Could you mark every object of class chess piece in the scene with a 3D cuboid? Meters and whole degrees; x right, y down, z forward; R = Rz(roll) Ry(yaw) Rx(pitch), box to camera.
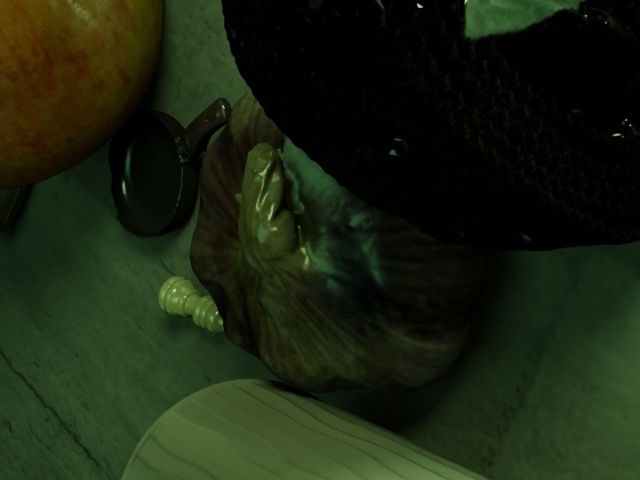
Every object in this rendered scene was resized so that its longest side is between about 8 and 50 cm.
[{"bbox_3d":[-0.097,0.062,1.022,0.092,0.035,0.035,23,112,37],"label":"chess piece"}]

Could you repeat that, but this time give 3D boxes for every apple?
[{"bbox_3d":[-0.276,-0.199,0.968,0.299,0.299,0.275,37,160,35],"label":"apple"}]

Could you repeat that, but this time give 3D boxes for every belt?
[{"bbox_3d":[0.095,-0.100,0.633,0.164,0.289,0.184,0,73,45],"label":"belt"}]

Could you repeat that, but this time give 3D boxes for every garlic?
[{"bbox_3d":[0.000,0.000,0.827,0.245,0.160,0.244,11,108,36],"label":"garlic"}]

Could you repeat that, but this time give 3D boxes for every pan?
[{"bbox_3d":[-0.122,-0.076,1.017,0.212,0.040,0.114,-29,75,50],"label":"pan"}]

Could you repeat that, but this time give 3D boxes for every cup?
[{"bbox_3d":[0.015,0.249,0.779,0.273,0.208,0.288,9,116,60],"label":"cup"}]

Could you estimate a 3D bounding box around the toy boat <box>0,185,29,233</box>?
[{"bbox_3d":[-0.330,-0.076,1.199,0.057,0.077,0.200,45,125,30],"label":"toy boat"}]
